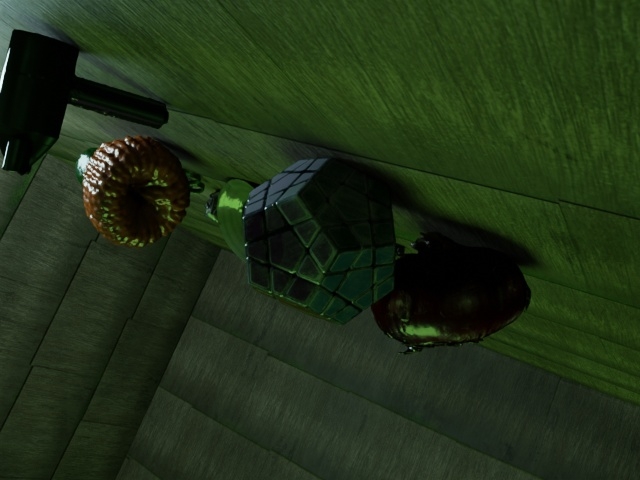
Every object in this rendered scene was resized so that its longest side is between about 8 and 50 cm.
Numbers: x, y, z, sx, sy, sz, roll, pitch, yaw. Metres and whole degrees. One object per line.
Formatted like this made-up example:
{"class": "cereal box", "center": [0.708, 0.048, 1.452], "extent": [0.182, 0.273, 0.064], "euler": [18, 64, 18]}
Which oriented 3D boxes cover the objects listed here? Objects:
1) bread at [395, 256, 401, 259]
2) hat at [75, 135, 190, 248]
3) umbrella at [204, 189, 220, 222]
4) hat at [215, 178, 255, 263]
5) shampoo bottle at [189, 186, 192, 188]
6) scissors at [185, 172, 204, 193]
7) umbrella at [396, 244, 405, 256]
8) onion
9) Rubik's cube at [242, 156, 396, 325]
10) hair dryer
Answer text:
{"class": "bread", "center": [0.270, 0.124, 1.782], "extent": [0.266, 0.142, 0.178], "euler": [25, -148, -18]}
{"class": "hat", "center": [-0.516, -0.175, 1.725], "extent": [0.285, 0.285, 0.400], "euler": [30, -169, -40]}
{"class": "umbrella", "center": [-0.205, -0.041, 2.056], "extent": [0.358, 0.113, 0.106], "euler": [26, 149, -18]}
{"class": "hat", "center": [-0.170, -0.062, 1.759], "extent": [0.110, 0.252, 0.252], "euler": [-23, -153, -39]}
{"class": "shampoo bottle", "center": [-0.500, -0.210, 1.964], "extent": [0.104, 0.061, 0.258], "euler": [7, 163, 40]}
{"class": "scissors", "center": [-0.455, -0.170, 1.930], "extent": [0.204, 0.027, 0.101], "euler": [-1, 153, 7]}
{"class": "umbrella", "center": [0.175, 0.023, 1.685], "extent": [0.036, 0.031, 0.133], "euler": [-2, -174, -30]}
{"class": "onion", "center": [0.253, 0.093, 1.267], "extent": [0.314, 0.232, 0.314], "euler": [-5, -174, 1]}
{"class": "Rubik's cube", "center": [0.000, 0.000, 1.186], "extent": [0.319, 0.319, 0.264], "euler": [33, -167, -47]}
{"class": "hair dryer", "center": [-0.433, -0.220, 1.182], "extent": [0.302, 0.244, 0.116], "euler": [11, -174, -33]}
